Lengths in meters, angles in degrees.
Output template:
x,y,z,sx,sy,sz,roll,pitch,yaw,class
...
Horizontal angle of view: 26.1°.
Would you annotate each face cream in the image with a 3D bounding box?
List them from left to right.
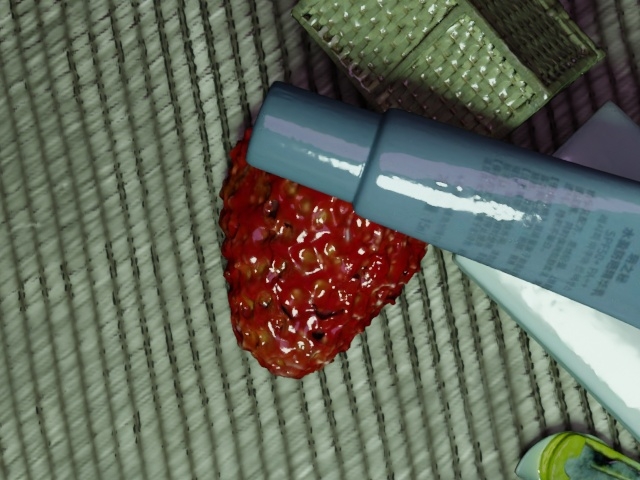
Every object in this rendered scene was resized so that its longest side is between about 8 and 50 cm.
x,y,z,sx,sy,sz,roll,pitch,yaw,class
0.134,-0.027,1.051,0.385,0.086,0.135,19,123,0,face cream

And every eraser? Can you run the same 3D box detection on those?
x,y,z,sx,sy,sz,roll,pitch,yaw,class
0.275,0.049,1.143,0.290,0.104,0.189,45,93,3,eraser

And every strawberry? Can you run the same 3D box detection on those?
x,y,z,sx,sy,sz,roll,pitch,yaw,class
0.000,0.000,1.139,0.190,0.111,0.236,17,86,-2,strawberry

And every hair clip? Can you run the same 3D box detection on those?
x,y,z,sx,sy,sz,roll,pitch,yaw,class
0.259,0.211,1.165,0.188,0.033,0.060,25,83,4,hair clip

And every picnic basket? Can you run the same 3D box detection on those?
x,y,z,sx,sy,sz,roll,pitch,yaw,class
0.111,-0.173,1.131,0.196,0.154,0.134,48,127,3,picnic basket
